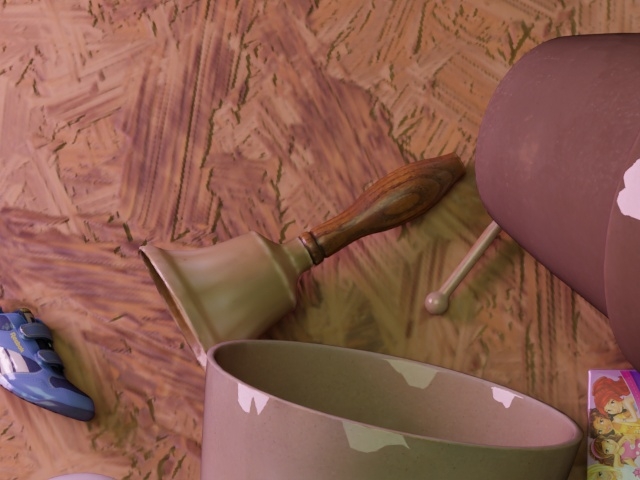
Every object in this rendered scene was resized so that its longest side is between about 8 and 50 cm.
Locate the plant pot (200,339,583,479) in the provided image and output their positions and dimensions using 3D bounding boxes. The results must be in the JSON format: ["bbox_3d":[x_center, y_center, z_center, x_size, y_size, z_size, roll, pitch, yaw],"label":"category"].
[{"bbox_3d":[0.023,0.231,1.297,0.257,0.256,0.274,14,98,15],"label":"plant pot"}]

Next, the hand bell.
[{"bbox_3d":[0.000,0.000,1.422,0.242,0.126,0.126,-30,73,-9],"label":"hand bell"}]

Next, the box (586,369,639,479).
[{"bbox_3d":[0.284,0.236,1.313,0.201,0.057,0.293,-1,77,13],"label":"box"}]

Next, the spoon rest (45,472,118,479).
[{"bbox_3d":[-0.193,0.304,1.404,0.137,0.084,0.276,3,65,12],"label":"spoon rest"}]

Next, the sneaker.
[{"bbox_3d":[-0.226,0.087,1.463,0.144,0.053,0.059,33,84,16],"label":"sneaker"}]

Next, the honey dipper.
[{"bbox_3d":[0.131,-0.009,1.420,0.030,0.030,0.160,37,92,17],"label":"honey dipper"}]

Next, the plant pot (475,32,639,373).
[{"bbox_3d":[0.232,-0.044,1.294,0.229,0.263,0.263,27,84,44],"label":"plant pot"}]
